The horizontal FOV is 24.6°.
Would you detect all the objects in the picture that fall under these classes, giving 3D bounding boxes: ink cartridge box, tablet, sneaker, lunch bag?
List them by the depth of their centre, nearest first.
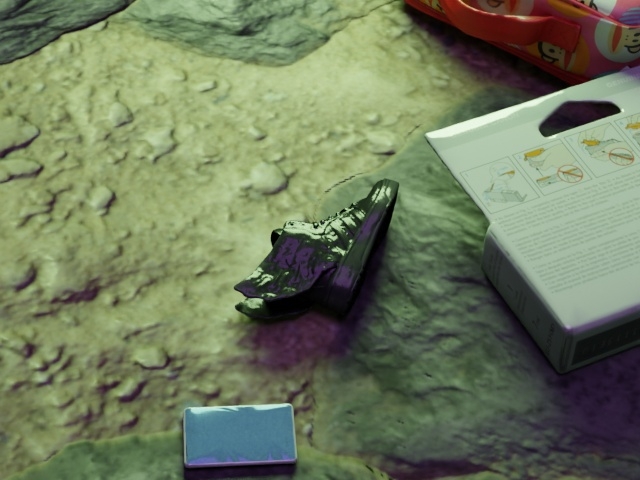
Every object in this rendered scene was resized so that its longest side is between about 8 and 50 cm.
[{"bbox_3d":[-0.060,0.145,1.089,0.083,0.006,0.054,-1,47,-5],"label":"tablet"},{"bbox_3d":[0.000,0.002,1.194,0.089,0.051,0.170,19,52,8],"label":"sneaker"},{"bbox_3d":[0.257,-0.032,1.233,0.275,0.060,0.239,-18,50,-18],"label":"ink cartridge box"},{"bbox_3d":[0.221,-0.265,1.405,0.293,0.120,0.258,31,53,23],"label":"lunch bag"}]
